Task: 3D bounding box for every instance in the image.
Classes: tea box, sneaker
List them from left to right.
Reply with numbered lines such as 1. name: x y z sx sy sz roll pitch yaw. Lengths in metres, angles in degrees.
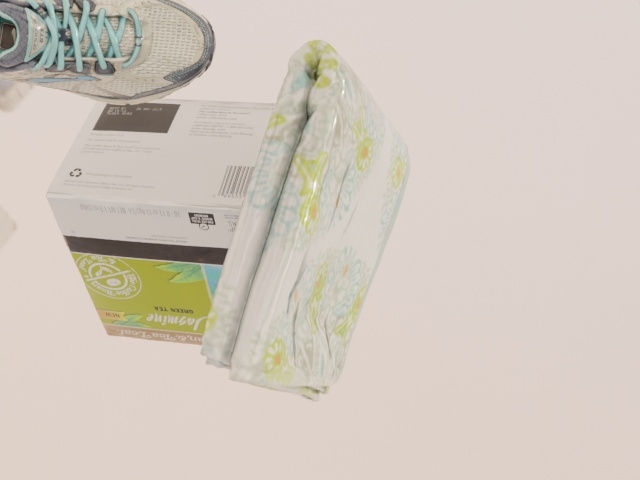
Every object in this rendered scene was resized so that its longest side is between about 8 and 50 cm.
1. sneaker: -0.235 -0.174 0.786 0.283 0.122 0.110 1 -77 -8
2. tea box: -0.173 -0.020 1.304 0.329 0.324 0.220 4 -132 12

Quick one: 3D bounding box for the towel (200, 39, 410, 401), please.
1. towel: 0.000 0.000 1.038 0.090 0.320 0.375 14 -98 19
